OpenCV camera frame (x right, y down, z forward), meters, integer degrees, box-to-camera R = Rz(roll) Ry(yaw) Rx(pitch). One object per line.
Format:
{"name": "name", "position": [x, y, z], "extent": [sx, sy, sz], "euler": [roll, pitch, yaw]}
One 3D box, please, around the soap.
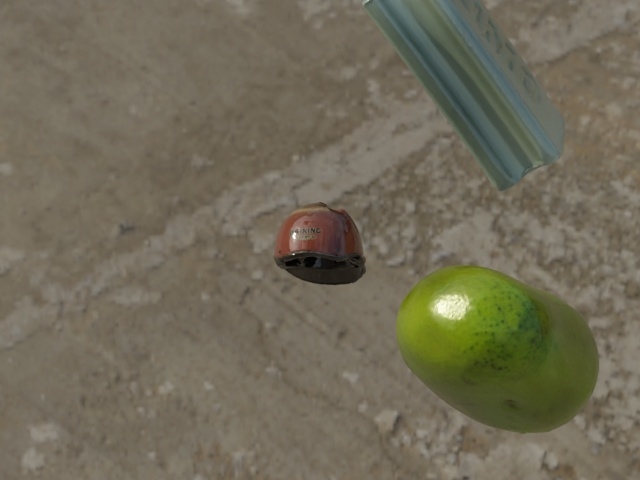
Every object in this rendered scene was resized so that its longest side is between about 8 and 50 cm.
{"name": "soap", "position": [0.168, -0.201, 1.369], "extent": [0.087, 0.265, 0.160], "euler": [-33, 12, 23]}

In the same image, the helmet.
{"name": "helmet", "position": [0.000, -0.001, 0.865], "extent": [0.065, 0.084, 0.049], "euler": [-2, 74, 11]}

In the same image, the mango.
{"name": "mango", "position": [0.102, 0.059, 0.719], "extent": [0.117, 0.163, 0.089], "euler": [21, 78, 36]}
